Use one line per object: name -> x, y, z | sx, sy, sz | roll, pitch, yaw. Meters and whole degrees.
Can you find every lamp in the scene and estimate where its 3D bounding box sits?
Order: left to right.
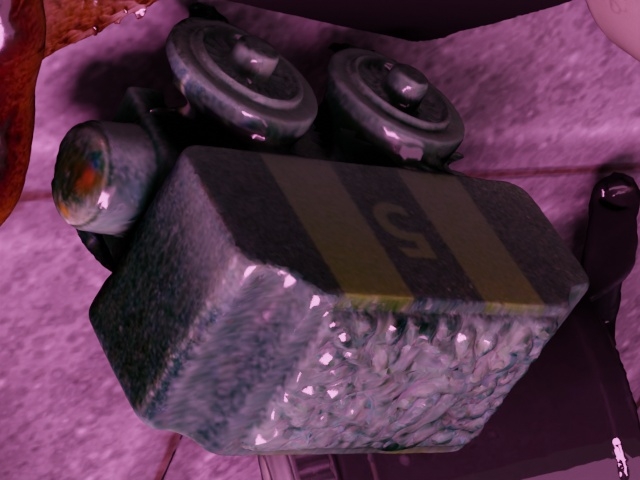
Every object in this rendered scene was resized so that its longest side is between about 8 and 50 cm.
lamp -> 0.090, 0.141, 1.250 | 0.272, 0.374, 0.205 | 3, 145, 2

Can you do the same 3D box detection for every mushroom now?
mushroom -> -0.144, -0.104, 0.887 | 0.217, 0.148, 0.227 | -24, 150, -43

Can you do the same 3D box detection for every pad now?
pad -> 0.065, -0.145, 0.965 | 0.181, 0.004, 0.267 | -14, 172, 31

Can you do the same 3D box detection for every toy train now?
toy train -> 0.000, 0.000, 1.004 | 0.299, 0.238, 0.167 | 3, 132, -39

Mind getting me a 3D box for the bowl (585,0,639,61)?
bowl -> 0.294, -0.171, 1.117 | 0.238, 0.126, 0.237 | -12, 137, -12
